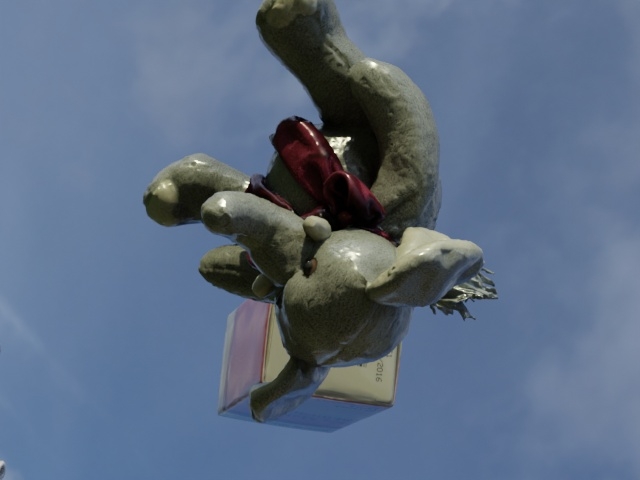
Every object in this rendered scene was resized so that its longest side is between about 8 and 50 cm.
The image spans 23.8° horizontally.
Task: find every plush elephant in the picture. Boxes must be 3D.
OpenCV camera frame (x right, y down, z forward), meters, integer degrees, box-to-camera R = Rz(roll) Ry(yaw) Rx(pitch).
[{"bbox_3d":[0.000,0.000,1.254,0.330,0.255,0.272,40,-65,-6],"label":"plush elephant"}]

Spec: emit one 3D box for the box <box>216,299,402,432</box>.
[{"bbox_3d":[-0.015,0.129,1.669,0.232,0.148,0.127,137,-38,-69],"label":"box"}]

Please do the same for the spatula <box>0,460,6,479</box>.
[{"bbox_3d":[-0.320,0.193,1.282,0.019,0.242,0.168,4,-71,10],"label":"spatula"}]
